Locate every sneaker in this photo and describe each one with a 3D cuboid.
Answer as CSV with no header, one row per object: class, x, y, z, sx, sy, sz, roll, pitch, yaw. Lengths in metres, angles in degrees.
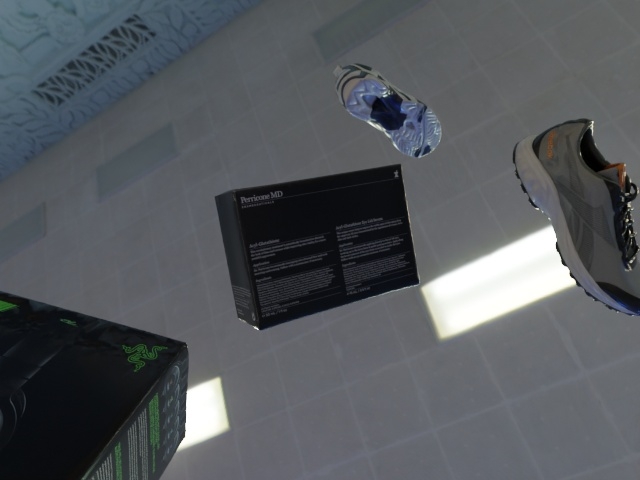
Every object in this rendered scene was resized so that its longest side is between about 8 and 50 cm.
sneaker,0.113,-0.250,0.914,0.094,0.235,0.153,-56,-143,27
sneaker,0.353,-0.028,0.631,0.108,0.100,0.272,-32,-94,47

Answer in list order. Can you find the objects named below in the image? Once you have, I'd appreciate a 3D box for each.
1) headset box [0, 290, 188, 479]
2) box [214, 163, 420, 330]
headset box,-0.275,0.174,0.412,0.246,0.283,0.131,13,-64,9
box,0.000,0.000,0.721,0.103,0.261,0.184,6,-74,63
